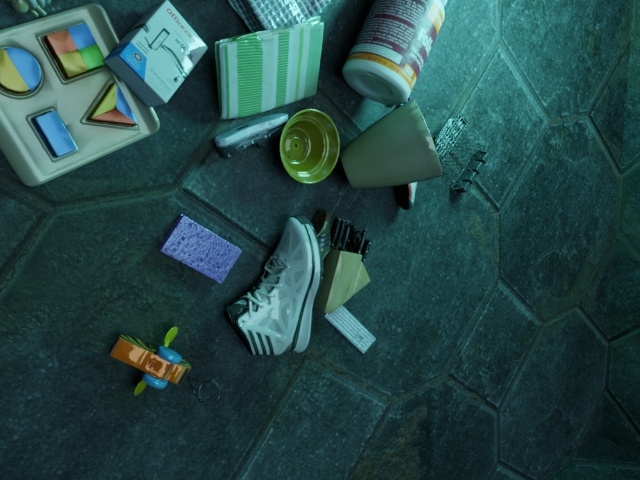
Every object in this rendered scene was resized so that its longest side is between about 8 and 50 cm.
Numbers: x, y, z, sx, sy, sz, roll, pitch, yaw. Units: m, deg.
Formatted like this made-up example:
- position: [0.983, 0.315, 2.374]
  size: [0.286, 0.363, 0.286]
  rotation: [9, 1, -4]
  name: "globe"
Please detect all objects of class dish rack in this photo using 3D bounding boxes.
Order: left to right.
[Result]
- position: [0.524, -0.330, 1.853]
  size: [0.271, 0.074, 0.208]
  rotation: [42, 76, -31]
  name: "dish rack"

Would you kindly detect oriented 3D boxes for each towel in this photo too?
- position: [-0.137, -0.469, 1.339]
  size: [0.325, 0.038, 0.248]
  rotation: [-27, 148, -27]
  name: "towel"
- position: [-0.128, -0.688, 1.311]
  size: [0.235, 0.121, 0.283]
  rotation: [-47, 121, -15]
  name: "towel"

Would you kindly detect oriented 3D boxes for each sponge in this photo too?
- position: [-0.338, 0.026, 1.385]
  size: [0.210, 0.031, 0.117]
  rotation: [35, 81, -34]
  name: "sponge"

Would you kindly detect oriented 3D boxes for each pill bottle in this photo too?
- position: [0.244, -0.643, 1.502]
  size: [0.224, 0.224, 0.392]
  rotation: [27, 86, -35]
  name: "pill bottle"

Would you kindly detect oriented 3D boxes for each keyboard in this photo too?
- position: [0.109, 0.316, 1.755]
  size: [0.072, 0.014, 0.256]
  rotation: [-51, 122, -13]
  name: "keyboard"

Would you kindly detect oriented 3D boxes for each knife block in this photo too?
- position: [0.055, 0.072, 1.621]
  size: [0.276, 0.088, 0.242]
  rotation: [-37, 117, -21]
  name: "knife block"

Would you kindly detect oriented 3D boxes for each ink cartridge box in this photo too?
- position: [-0.392, -0.450, 1.175]
  size: [0.148, 0.086, 0.203]
  rotation: [46, 60, -39]
  name: "ink cartridge box"

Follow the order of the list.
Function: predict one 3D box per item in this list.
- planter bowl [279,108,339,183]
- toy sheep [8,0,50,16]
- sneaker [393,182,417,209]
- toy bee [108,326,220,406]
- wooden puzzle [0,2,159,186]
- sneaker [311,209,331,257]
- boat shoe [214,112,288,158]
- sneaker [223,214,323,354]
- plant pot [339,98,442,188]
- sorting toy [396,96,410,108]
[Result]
- position: [-0.054, -0.284, 1.465]
  size: [0.217, 0.090, 0.217]
  rotation: [-11, 108, -36]
  name: "planter bowl"
- position: [-0.618, -0.543, 1.045]
  size: [0.091, 0.091, 0.132]
  rotation: [33, 68, -34]
  name: "toy sheep"
- position: [0.333, -0.252, 1.729]
  size: [0.145, 0.090, 0.270]
  rotation: [-20, 108, -26]
  name: "sneaker"
- position: [-0.432, 0.356, 1.345]
  size: [0.195, 0.162, 0.298]
  rotation: [-40, 95, -11]
  name: "toy bee"
- position: [-0.587, -0.334, 1.112]
  size: [0.348, 0.080, 0.322]
  rotation: [-32, 117, -23]
  name: "wooden puzzle"
- position: [0.000, 0.000, 1.588]
  size: [0.086, 0.064, 0.192]
  rotation: [25, 87, -42]
  name: "sneaker"
- position: [-0.188, -0.295, 1.387]
  size: [0.228, 0.080, 0.076]
  rotation: [-30, 123, -24]
  name: "boat shoe"
- position: [-0.146, 0.147, 1.455]
  size: [0.257, 0.169, 0.447]
  rotation: [-3, 105, -35]
  name: "sneaker"
- position: [0.208, -0.272, 1.541]
  size: [0.274, 0.256, 0.256]
  rotation: [-21, 117, 11]
  name: "plant pot"
- position: [0.279, -0.482, 1.672]
  size: [0.102, 0.042, 0.061]
  rotation: [-13, 107, -31]
  name: "sorting toy"
